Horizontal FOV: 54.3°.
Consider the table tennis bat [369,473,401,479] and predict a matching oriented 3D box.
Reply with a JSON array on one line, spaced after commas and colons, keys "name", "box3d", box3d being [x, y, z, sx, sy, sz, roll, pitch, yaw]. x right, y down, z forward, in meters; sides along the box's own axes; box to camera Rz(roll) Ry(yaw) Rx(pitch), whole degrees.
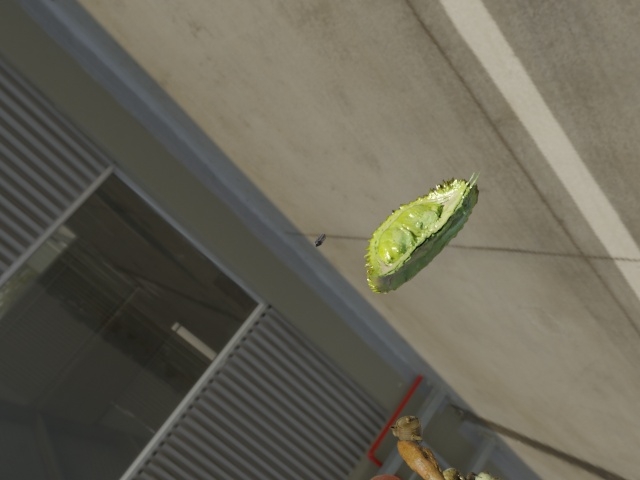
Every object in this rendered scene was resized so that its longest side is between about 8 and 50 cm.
[{"name": "table tennis bat", "box3d": [0.185, 0.729, 1.623, 0.022, 0.131, 0.234, 94, 167, -56]}]

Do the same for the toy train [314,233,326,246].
[{"name": "toy train", "box3d": [0.000, 0.000, 1.765, 0.083, 0.017, 0.017, -55, -47, -69]}]

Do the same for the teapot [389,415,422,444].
[{"name": "teapot", "box3d": [0.233, 0.511, 1.635, 0.110, 0.085, 0.080, -134, 32, -71]}]

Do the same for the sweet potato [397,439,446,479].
[{"name": "sweet potato", "box3d": [0.250, 0.537, 1.503, 0.206, 0.068, 0.060, 41, 160, 53]}]

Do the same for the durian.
[{"name": "durian", "box3d": [0.229, -0.001, 1.403, 0.158, 0.352, 0.169, 53, 163, -15]}]

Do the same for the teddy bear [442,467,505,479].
[{"name": "teddy bear", "box3d": [0.533, 0.866, 2.112, 0.267, 0.256, 0.156, 0, -105, -74]}]
